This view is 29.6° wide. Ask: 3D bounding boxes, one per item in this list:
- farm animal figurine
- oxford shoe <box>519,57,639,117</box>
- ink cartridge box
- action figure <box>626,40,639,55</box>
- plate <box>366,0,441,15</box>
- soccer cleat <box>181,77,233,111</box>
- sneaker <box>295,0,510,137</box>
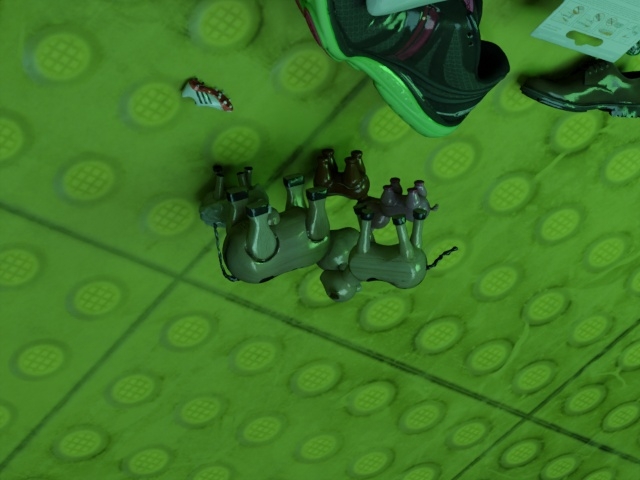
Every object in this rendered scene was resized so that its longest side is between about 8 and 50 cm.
[{"bbox_3d":[0.000,0.000,1.792,0.327,0.330,0.172,-7,114,-11],"label":"farm animal figurine"},{"bbox_3d":[0.425,-0.255,1.954,0.227,0.083,0.096,0,110,-23],"label":"oxford shoe"},{"bbox_3d":[0.440,-0.369,1.770,0.189,0.066,0.232,10,148,-33],"label":"ink cartridge box"},{"bbox_3d":[0.459,-0.362,1.861,0.137,0.063,0.232,-39,142,0],"label":"action figure"},{"bbox_3d":[0.178,-0.429,1.497,0.278,0.045,0.277,-16,119,-27],"label":"plate"},{"bbox_3d":[-0.163,-0.205,1.751,0.083,0.029,0.035,26,126,-37],"label":"soccer cleat"},{"bbox_3d":[0.108,-0.316,1.655,0.202,0.185,0.483,-34,148,18],"label":"sneaker"}]
